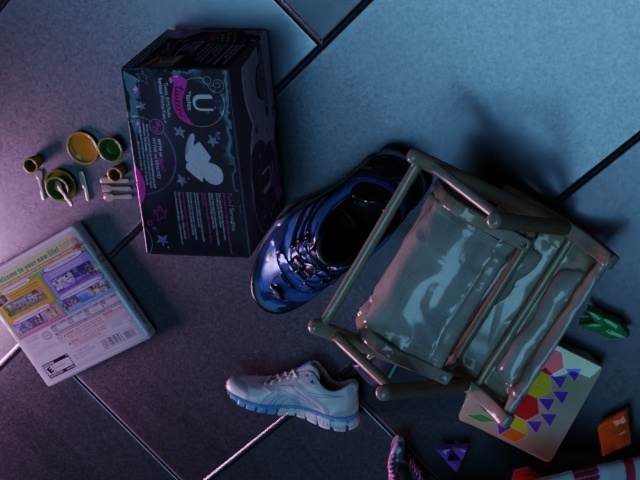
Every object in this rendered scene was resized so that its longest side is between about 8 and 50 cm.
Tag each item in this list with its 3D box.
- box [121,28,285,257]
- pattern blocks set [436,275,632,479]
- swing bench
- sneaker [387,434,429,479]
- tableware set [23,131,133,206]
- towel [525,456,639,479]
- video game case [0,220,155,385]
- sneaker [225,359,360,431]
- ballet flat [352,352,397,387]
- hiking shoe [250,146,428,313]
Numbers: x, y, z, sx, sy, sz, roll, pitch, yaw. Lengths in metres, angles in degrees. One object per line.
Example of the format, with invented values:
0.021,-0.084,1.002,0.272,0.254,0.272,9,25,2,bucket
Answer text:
-0.137,-0.122,1.766,0.142,0.163,0.247,3,116,16,box
0.266,0.195,1.846,0.285,0.026,0.325,33,122,3,pattern blocks set
0.170,0.062,1.680,0.165,0.255,0.253,43,108,42,swing bench
0.121,0.316,1.956,0.057,0.047,0.119,5,124,12,sneaker
-0.330,-0.097,1.936,0.154,0.024,0.104,1,115,21,tableware set
0.323,0.397,1.821,0.329,0.037,0.237,-10,114,-10,towel
-0.367,0.094,2.044,0.212,0.023,0.193,-26,103,30,video game case
-0.034,0.197,1.947,0.191,0.071,0.082,10,112,7,sneaker
0.102,0.110,1.845,0.074,0.074,0.203,35,124,2,ballet flat
0.000,0.000,1.791,0.113,0.132,0.304,43,122,-3,hiking shoe
